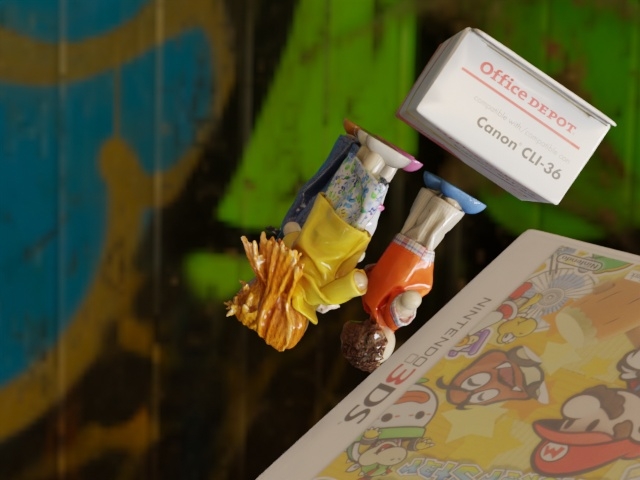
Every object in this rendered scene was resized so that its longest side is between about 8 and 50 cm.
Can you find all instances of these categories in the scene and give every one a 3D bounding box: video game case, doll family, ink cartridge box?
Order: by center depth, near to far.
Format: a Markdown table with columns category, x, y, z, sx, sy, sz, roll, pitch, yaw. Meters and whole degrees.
| category | x | y | z | sx | sy | sz | roll | pitch | yaw |
| --- | --- | --- | --- | --- | --- | --- | --- | --- | --- |
| video game case | 0.109 | 0.081 | 0.860 | 0.206 | 0.026 | 0.227 | -41 | -146 | -25 |
| ink cartridge box | 0.120 | -0.081 | 1.299 | 0.115 | 0.067 | 0.198 | 33 | 180 | -3 |
| doll family | 0.000 | 0.000 | 1.348 | 0.118 | 0.163 | 0.263 | 30 | -175 | -14 |
